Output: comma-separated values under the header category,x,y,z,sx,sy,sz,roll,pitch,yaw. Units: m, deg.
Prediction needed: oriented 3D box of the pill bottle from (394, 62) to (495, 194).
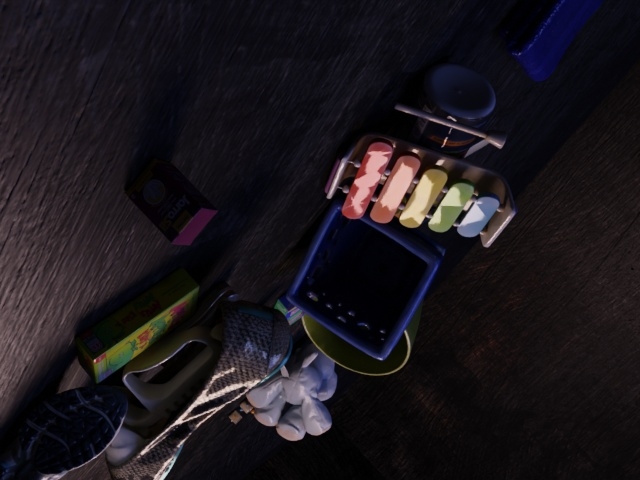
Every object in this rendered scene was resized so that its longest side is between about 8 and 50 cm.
category,x,y,z,sx,sy,sz,roll,pitch,yaw
pill bottle,0.202,-0.184,1.315,0.130,0.130,0.245,-36,162,-32

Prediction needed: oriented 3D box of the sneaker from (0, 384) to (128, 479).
category,x,y,z,sx,sy,sz,roll,pitch,yaw
sneaker,-0.398,0.299,1.105,0.283,0.110,0.122,-38,-179,7

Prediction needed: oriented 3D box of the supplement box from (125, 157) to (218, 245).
category,x,y,z,sx,sy,sz,roll,pitch,yaw
supplement box,-0.164,-0.042,0.815,0.055,0.083,0.043,-49,165,10

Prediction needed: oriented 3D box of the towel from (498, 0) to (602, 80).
category,x,y,z,sx,sy,sz,roll,pitch,yaw
towel,0.449,-0.435,1.436,0.227,0.076,0.308,-57,162,16

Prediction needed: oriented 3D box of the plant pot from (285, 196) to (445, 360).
category,x,y,z,sx,sy,sz,roll,pitch,yaw
plant pot,0.104,0.061,1.471,0.236,0.236,0.212,-62,167,16

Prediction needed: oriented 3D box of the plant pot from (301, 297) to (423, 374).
category,x,y,z,sx,sy,sz,roll,pitch,yaw
plant pot,0.141,0.125,1.801,0.293,0.275,0.274,-53,174,-43

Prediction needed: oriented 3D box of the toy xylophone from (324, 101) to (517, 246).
category,x,y,z,sx,sy,sz,roll,pitch,yaw
toy xylophone,0.175,-0.107,1.246,0.236,0.323,0.081,100,2,-54

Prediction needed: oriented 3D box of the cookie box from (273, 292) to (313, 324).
category,x,y,z,sx,sy,sz,roll,pitch,yaw
cookie box,-0.066,0.151,1.666,0.092,0.040,0.107,-33,160,-37

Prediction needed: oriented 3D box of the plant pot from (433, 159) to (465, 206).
category,x,y,z,sx,sy,sz,roll,pitch,yaw
plant pot,0.319,-0.134,1.823,0.109,0.096,0.109,-34,162,-36

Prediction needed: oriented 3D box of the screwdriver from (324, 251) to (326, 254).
category,x,y,z,sx,sy,sz,roll,pitch,yaw
screwdriver,0.000,0.000,1.502,0.024,0.025,0.170,-39,155,-20

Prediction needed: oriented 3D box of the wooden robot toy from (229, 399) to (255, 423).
category,x,y,z,sx,sy,sz,roll,pitch,yaw
wooden robot toy,-0.181,0.486,2.179,0.173,0.079,0.076,-36,163,-31

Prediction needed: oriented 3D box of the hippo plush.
category,x,y,z,sx,sy,sz,roll,pitch,yaw
hippo plush,-0.067,0.385,2.087,0.236,0.235,0.294,-53,138,-63

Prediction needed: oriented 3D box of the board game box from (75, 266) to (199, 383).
category,x,y,z,sx,sy,sz,roll,pitch,yaw
board game box,-0.261,0.122,1.070,0.181,0.043,0.092,-36,162,-29

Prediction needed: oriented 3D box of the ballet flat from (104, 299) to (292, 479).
category,x,y,z,sx,sy,sz,roll,pitch,yaw
ballet flat,-0.252,0.250,1.198,0.182,0.164,0.483,27,120,-34

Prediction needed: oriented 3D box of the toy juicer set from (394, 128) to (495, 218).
category,x,y,z,sx,sy,sz,roll,pitch,yaw
toy juicer set,0.218,-0.143,1.577,0.209,0.089,0.329,-26,168,-17

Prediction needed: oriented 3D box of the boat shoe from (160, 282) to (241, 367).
category,x,y,z,sx,sy,sz,roll,pitch,yaw
boat shoe,-0.204,0.161,1.269,0.190,0.072,0.068,-49,165,16

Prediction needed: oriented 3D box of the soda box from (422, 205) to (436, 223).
category,x,y,z,sx,sy,sz,roll,pitch,yaw
soda box,0.223,-0.062,1.841,0.169,0.053,0.060,-27,156,-50
